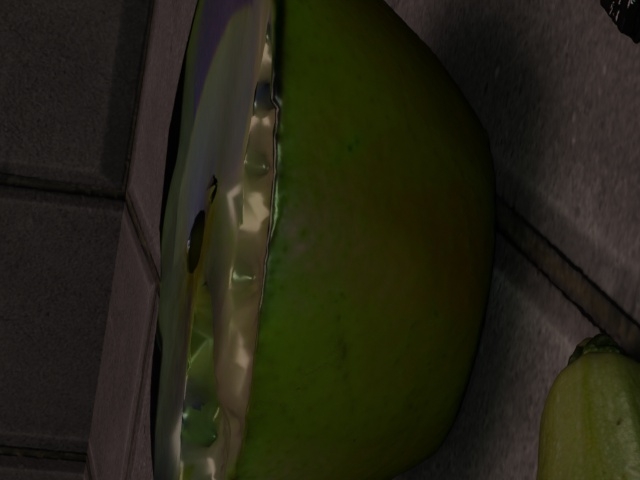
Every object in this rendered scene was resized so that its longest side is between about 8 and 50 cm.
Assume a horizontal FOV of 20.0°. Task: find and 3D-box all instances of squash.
[{"bbox_3d":[0.130,0.115,0.798,0.224,0.094,0.094,-90,13,-51],"label":"squash"}]

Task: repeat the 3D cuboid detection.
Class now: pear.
[{"bbox_3d":[0.004,0.000,1.168,0.399,0.165,0.399,-174,90,-77],"label":"pear"}]

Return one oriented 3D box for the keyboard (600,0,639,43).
[{"bbox_3d":[0.143,-0.185,0.991,0.231,0.023,0.072,-106,23,-58],"label":"keyboard"}]
